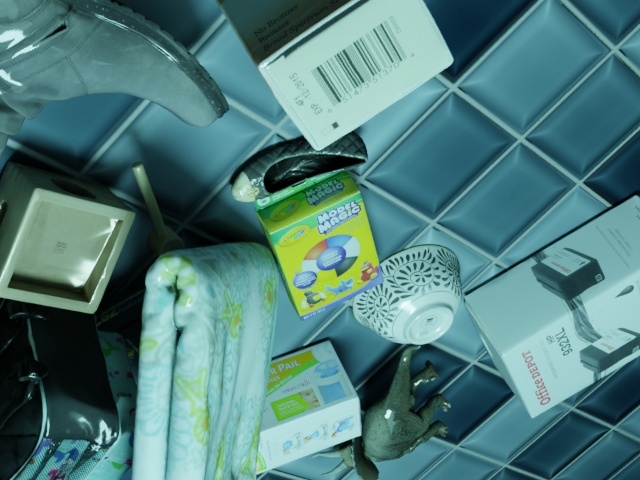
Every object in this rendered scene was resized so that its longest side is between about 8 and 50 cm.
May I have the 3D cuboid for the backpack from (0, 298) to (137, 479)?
[{"bbox_3d":[-0.326,0.208,1.383,0.191,0.225,0.253,22,120,-39],"label":"backpack"}]

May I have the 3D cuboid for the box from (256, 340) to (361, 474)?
[{"bbox_3d":[-0.057,0.244,1.740,0.203,0.114,0.103,-19,141,-12],"label":"box"}]

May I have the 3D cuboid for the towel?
[{"bbox_3d":[-0.128,0.191,1.412,0.090,0.374,0.320,4,-177,9],"label":"towel"}]

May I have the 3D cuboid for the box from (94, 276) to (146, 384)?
[{"bbox_3d":[-0.223,0.155,1.590,0.183,0.059,0.233,-29,140,0],"label":"box"}]

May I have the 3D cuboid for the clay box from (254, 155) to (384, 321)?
[{"bbox_3d":[0.000,0.000,1.568,0.127,0.053,0.222,-26,141,-6],"label":"clay box"}]

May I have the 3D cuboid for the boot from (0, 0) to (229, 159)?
[{"bbox_3d":[-0.264,-0.147,1.165,0.338,0.118,0.223,35,89,-36],"label":"boot"}]

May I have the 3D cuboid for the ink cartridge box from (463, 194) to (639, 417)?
[{"bbox_3d":[0.400,0.106,1.861,0.307,0.129,0.223,-31,141,1],"label":"ink cartridge box"}]

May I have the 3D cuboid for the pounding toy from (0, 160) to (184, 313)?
[{"bbox_3d":[-0.258,-0.021,1.362,0.206,0.094,0.181,15,104,-41],"label":"pounding toy"}]

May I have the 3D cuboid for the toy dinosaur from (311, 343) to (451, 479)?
[{"bbox_3d":[0.114,0.275,1.842,0.160,0.121,0.313,-35,163,-32],"label":"toy dinosaur"}]

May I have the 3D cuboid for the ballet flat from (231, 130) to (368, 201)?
[{"bbox_3d":[-0.026,-0.088,1.463,0.173,0.049,0.057,-24,139,-8],"label":"ballet flat"}]

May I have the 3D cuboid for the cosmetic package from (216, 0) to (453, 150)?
[{"bbox_3d":[-0.023,-0.243,1.111,0.153,0.296,0.129,-35,139,3],"label":"cosmetic package"}]

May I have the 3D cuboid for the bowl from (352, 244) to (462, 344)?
[{"bbox_3d":[0.138,0.094,1.730,0.170,0.080,0.170,-16,138,-15],"label":"bowl"}]
